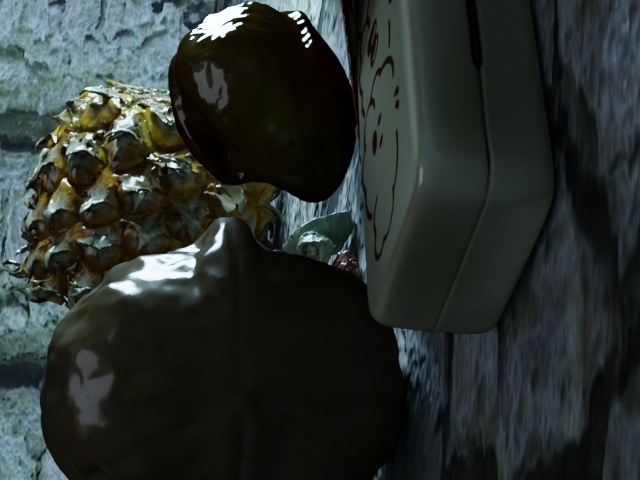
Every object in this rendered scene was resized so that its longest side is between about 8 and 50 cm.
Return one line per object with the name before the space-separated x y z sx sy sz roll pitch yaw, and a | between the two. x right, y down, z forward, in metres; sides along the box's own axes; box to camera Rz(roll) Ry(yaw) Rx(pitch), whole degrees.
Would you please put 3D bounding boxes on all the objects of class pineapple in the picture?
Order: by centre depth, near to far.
pineapple | -0.210 -0.038 1.914 0.352 0.352 0.300 -119 43 -75

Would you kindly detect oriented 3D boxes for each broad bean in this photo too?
broad bean | -0.039 -0.095 1.100 0.156 0.122 0.228 63 -169 -7

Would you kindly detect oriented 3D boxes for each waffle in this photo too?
waffle | 0.017 0.050 1.338 0.083 0.029 0.075 113 162 -53

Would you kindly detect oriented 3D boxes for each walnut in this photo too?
walnut | -0.069 0.106 1.108 0.227 0.273 0.273 -63 4 -13

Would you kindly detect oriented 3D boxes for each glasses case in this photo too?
glasses case | 0.072 -0.114 0.927 0.144 0.076 0.336 106 166 -49

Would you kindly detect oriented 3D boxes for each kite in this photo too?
kite | 0.026 -0.133 1.112 0.327 0.013 0.377 74 -170 -53

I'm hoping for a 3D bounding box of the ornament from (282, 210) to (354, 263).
ornament | 0.000 0.000 1.382 0.068 0.092 0.041 -28 92 36
